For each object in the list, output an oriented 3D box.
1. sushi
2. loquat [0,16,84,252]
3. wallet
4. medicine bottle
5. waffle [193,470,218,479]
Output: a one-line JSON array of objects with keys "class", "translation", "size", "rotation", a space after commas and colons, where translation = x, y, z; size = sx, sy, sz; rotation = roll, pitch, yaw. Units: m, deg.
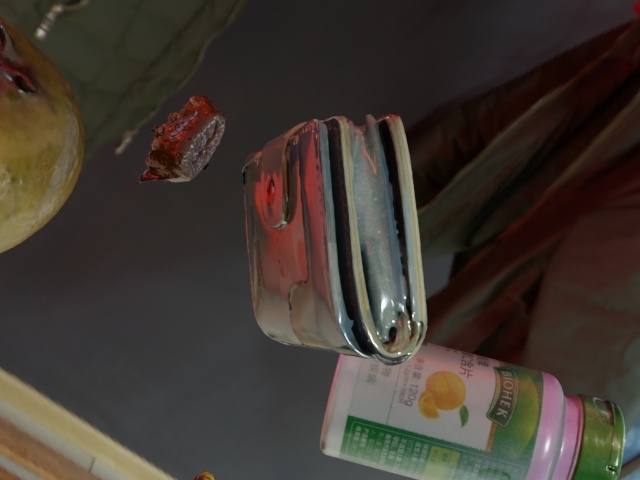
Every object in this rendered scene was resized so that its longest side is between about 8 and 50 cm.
[{"class": "sushi", "translation": [-0.141, -0.099, 0.880], "size": [0.060, 0.061, 0.118], "rotation": [18, 47, 24]}, {"class": "loquat", "translation": [-0.286, -0.089, 0.678], "size": [0.213, 0.213, 0.213], "rotation": [37, 25, -21]}, {"class": "wallet", "translation": [0.000, 0.000, 0.674], "size": [0.075, 0.250, 0.176], "rotation": [-6, 88, -18]}, {"class": "medicine bottle", "translation": [0.145, 0.177, 0.846], "size": [0.274, 0.133, 0.133], "rotation": [14, 24, 5]}, {"class": "waffle", "translation": [-0.157, 0.430, 1.064], "size": [0.069, 0.260, 0.293], "rotation": [9, 56, 7]}]
